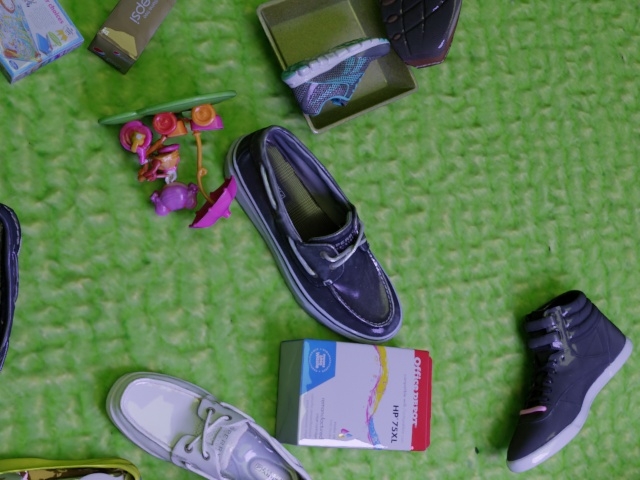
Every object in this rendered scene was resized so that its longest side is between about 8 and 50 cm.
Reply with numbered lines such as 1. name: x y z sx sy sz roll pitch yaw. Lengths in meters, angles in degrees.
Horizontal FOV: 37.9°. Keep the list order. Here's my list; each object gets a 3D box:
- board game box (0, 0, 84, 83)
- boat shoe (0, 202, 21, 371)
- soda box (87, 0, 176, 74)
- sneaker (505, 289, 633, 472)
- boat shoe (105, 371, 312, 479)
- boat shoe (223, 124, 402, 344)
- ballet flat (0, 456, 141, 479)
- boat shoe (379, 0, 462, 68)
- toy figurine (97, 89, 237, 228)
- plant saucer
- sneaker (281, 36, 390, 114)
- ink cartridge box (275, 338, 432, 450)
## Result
1. board game box: -0.374 -0.280 1.128 0.103 0.026 0.154 -37 97 -25
2. boat shoe: -0.400 0.111 1.002 0.127 0.113 0.340 25 72 -19
3. soda box: -0.219 -0.303 1.183 0.058 0.061 0.181 34 69 -17
4. sneaker: 0.320 0.188 1.331 0.147 0.104 0.296 51 60 -7
5. boat shoe: -0.122 0.237 1.118 0.277 0.096 0.098 31 70 -17
6. boat shoe: 0.000 0.000 1.201 0.121 0.119 0.335 -44 100 -24
7. ballet flat: -0.310 0.279 1.035 0.231 0.077 0.077 -2 83 -25
8. boat shoe: 0.159 -0.397 1.334 0.120 0.123 0.323 29 60 -60
9. toy figurine: -0.173 -0.090 1.154 0.173 0.130 0.159 -12 96 -4
10. plant saucer: 0.018 -0.257 1.294 0.188 0.045 0.188 -26 93 -26
11. sneaker: 0.027 -0.218 1.241 0.167 0.065 0.076 -28 110 -23
12. ink cartridge box: 0.063 0.204 1.219 0.231 0.078 0.134 8 78 -24
